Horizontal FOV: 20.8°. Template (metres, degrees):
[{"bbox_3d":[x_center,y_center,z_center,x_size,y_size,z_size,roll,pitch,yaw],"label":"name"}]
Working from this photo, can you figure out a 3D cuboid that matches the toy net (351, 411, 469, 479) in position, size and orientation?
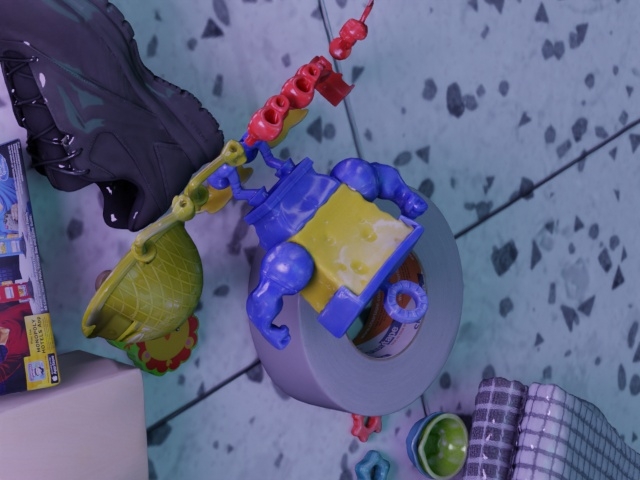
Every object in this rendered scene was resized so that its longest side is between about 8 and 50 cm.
[{"bbox_3d":[0.050,0.235,1.678,0.232,0.045,0.122,-48,124,-29],"label":"toy net"}]

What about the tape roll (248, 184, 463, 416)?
[{"bbox_3d":[0.035,0.052,1.629,0.219,0.072,0.219,-6,98,-44],"label":"tape roll"}]

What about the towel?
[{"bbox_3d":[0.228,0.282,1.778,0.284,0.121,0.235,36,60,-56],"label":"towel"}]

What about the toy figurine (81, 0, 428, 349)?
[{"bbox_3d":[0.000,0.000,1.431,0.217,0.191,0.362,42,52,-2],"label":"toy figurine"}]

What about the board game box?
[{"bbox_3d":[-0.303,0.029,1.290,0.194,0.060,0.194,-7,86,-39],"label":"board game box"}]

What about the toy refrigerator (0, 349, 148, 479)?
[{"bbox_3d":[-0.266,0.169,1.334,0.270,0.094,0.102,-17,110,-44],"label":"toy refrigerator"}]

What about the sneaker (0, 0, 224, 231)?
[{"bbox_3d":[-0.194,-0.113,1.375,0.286,0.109,0.130,45,69,-35],"label":"sneaker"}]

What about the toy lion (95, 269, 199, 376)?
[{"bbox_3d":[-0.145,0.070,1.488,0.100,0.034,0.096,-8,107,-43],"label":"toy lion"}]
